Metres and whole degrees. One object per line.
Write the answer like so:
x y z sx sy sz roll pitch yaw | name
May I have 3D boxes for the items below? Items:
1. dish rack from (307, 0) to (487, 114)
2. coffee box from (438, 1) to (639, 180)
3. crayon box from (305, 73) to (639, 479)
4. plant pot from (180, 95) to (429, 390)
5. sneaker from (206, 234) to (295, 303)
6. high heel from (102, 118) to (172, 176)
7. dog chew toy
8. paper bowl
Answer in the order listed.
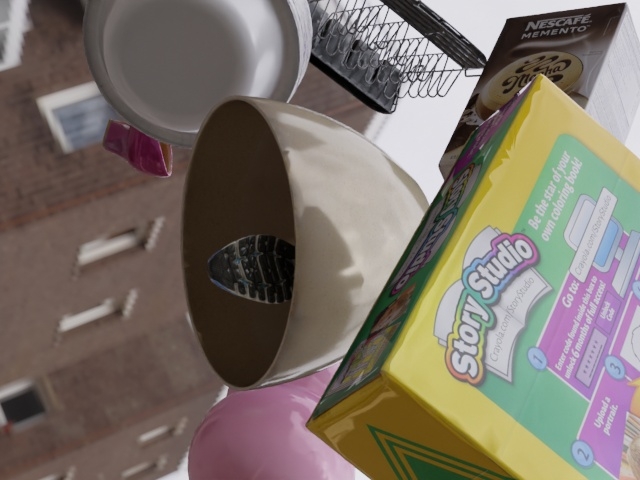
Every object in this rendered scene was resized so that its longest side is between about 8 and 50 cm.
0.089 -0.255 1.886 0.208 0.074 0.271 33 -14 -28 | dish rack
0.276 -0.151 1.723 0.168 0.297 0.119 -4 -51 31 | coffee box
0.200 0.093 1.071 0.313 0.363 0.106 39 -45 -6 | crayon box
0.000 0.000 1.407 0.284 0.191 0.284 8 -81 64 | plant pot
-0.047 0.032 1.321 0.073 0.162 0.063 -14 -101 41 | sneaker
-0.228 -0.214 2.015 0.117 0.082 0.244 25 -81 24 | high heel
-0.040 0.228 1.804 0.207 0.332 0.206 8 -52 11 | dog chew toy
-0.160 -0.251 1.798 0.148 0.284 0.284 -65 149 -64 | paper bowl
